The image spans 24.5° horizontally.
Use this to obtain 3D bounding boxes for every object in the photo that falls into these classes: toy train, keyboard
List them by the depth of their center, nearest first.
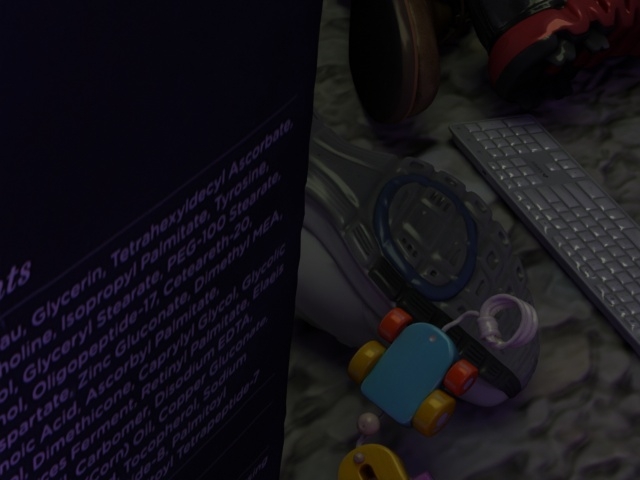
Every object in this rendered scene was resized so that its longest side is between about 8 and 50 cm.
[{"bbox_3d":[0.072,0.115,0.768,0.125,0.046,0.166,-4,71,16],"label":"toy train"},{"bbox_3d":[0.176,-0.010,0.982,0.072,0.014,0.256,-14,43,-21],"label":"keyboard"}]

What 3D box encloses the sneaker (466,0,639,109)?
[{"bbox_3d":[0.220,-0.197,1.122,0.276,0.097,0.135,-19,69,-30],"label":"sneaker"}]

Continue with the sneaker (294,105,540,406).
[{"bbox_3d":[0.000,0.000,0.882,0.297,0.129,0.111,39,45,10],"label":"sneaker"}]

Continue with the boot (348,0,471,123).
[{"bbox_3d":[0.078,-0.188,1.125,0.115,0.112,0.305,10,36,-10],"label":"boot"}]

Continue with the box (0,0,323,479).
[{"bbox_3d":[-0.273,-0.038,0.610,0.480,0.472,0.297,27,44,24],"label":"box"}]
